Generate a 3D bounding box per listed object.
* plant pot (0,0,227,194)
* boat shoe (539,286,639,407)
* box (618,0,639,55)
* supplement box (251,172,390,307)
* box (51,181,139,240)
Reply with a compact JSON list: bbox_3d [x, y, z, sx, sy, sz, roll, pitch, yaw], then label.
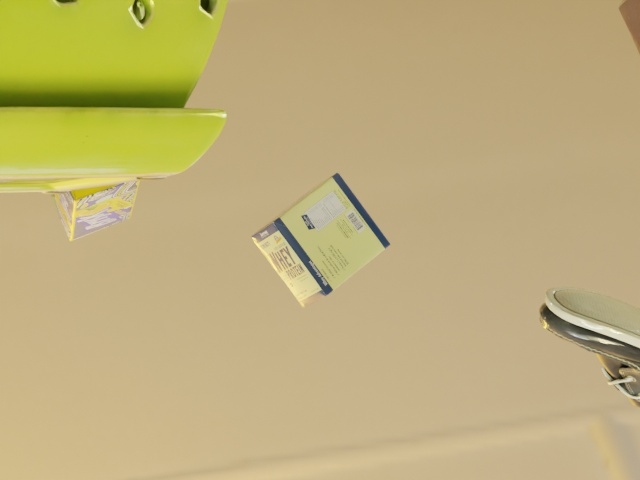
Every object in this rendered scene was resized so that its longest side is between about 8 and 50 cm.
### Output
[{"bbox_3d":[-0.187,-0.132,1.106,0.228,0.207,0.227,-2,179,-35],"label":"plant pot"},{"bbox_3d":[0.274,0.105,1.586,0.233,0.079,0.084,23,-161,-27],"label":"boat shoe"},{"bbox_3d":[0.391,-0.206,1.356,0.191,0.381,0.143,-17,-99,-21],"label":"box"},{"bbox_3d":[0.000,0.000,1.709,0.083,0.056,0.083,-38,-87,-26],"label":"supplement box"},{"bbox_3d":[-0.186,-0.048,1.548,0.059,0.169,0.054,-22,-96,-12],"label":"box"}]
